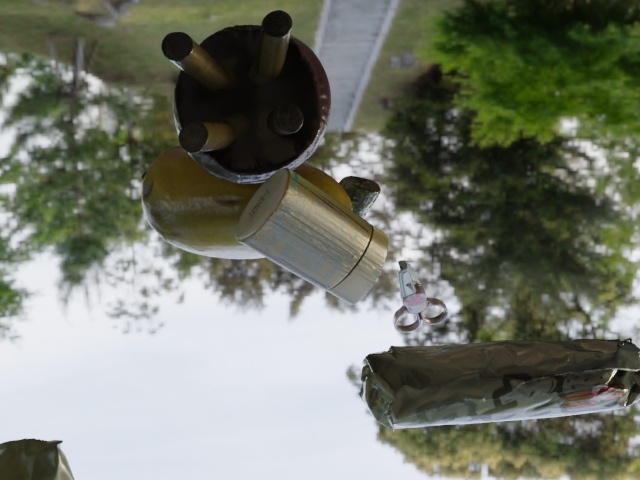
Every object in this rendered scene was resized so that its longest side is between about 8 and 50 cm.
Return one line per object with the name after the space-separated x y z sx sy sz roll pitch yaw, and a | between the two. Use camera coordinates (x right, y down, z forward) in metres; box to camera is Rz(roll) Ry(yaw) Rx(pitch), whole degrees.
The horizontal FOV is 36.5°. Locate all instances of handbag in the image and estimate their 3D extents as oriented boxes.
-0.393 0.415 1.288 0.109 0.316 0.253 -6 180 -38 | handbag

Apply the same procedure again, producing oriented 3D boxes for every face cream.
0.000 0.000 1.593 0.285 0.139 0.067 32 -172 -39 | face cream

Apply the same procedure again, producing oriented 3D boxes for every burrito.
0.269 0.185 1.294 0.445 0.101 0.139 -4 -165 7 | burrito

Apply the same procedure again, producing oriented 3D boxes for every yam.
0.054 -0.072 2.245 0.107 0.183 0.107 31 -157 -15 | yam

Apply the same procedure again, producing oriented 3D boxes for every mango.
-0.145 -0.069 1.876 0.445 0.221 0.301 9 165 27 | mango

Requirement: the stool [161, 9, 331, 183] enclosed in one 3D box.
-0.123 -0.235 1.561 0.272 0.272 0.178 1 174 7 | stool

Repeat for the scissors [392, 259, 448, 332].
0.187 0.114 1.975 0.118 0.242 0.030 -19 -127 6 | scissors
